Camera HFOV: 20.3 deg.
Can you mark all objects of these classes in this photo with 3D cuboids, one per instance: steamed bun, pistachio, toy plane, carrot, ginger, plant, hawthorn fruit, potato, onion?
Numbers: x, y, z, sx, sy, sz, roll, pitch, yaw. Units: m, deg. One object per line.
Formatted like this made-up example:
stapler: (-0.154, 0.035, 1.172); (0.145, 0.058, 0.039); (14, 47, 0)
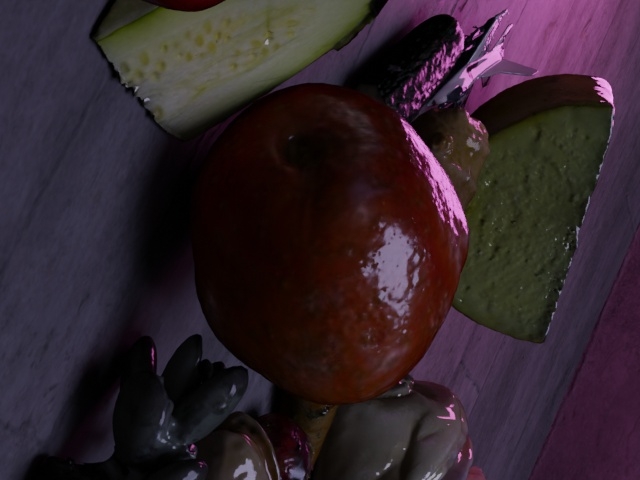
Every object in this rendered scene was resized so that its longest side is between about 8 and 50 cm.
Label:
steamed bun: (0.110, 0.347, 2.296); (0.394, 0.237, 0.346); (95, 18, -51)
pistachio: (-0.093, 0.267, 1.875); (0.124, 0.124, 0.185); (-44, 146, -51)
toy plane: (0.174, -0.207, 2.190); (0.234, 0.082, 0.160); (-20, 141, -47)
carrot: (-0.028, 0.251, 2.131); (0.078, 0.078, 0.298); (-43, 153, -51)
ginger: (0.087, -0.014, 2.075); (0.354, 0.126, 0.190); (-51, 169, -35)
plant: (-0.161, 0.215, 1.595); (0.274, 0.146, 0.149); (-63, 158, -17)
hawthorn fruit: (0.000, 0.000, 1.629); (0.284, 0.284, 0.284); (-54, 156, -37)
potato: (0.233, -0.082, 2.335); (0.280, 0.213, 0.330); (-85, -170, -72)
onion: (-0.056, 0.248, 2.017); (0.107, 0.097, 0.107); (-175, -90, -73)

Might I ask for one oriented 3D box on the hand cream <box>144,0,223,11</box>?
hand cream: (-0.113, -0.274, 1.206); (0.230, 0.149, 0.230); (-49, 152, -39)

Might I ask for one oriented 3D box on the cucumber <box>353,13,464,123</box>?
cucumber: (0.100, -0.184, 1.997); (0.241, 0.074, 0.074); (-50, 154, -49)

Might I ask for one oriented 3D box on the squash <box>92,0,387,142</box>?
squash: (-0.048, -0.180, 1.482); (0.204, 0.155, 0.237); (-66, 163, -11)
